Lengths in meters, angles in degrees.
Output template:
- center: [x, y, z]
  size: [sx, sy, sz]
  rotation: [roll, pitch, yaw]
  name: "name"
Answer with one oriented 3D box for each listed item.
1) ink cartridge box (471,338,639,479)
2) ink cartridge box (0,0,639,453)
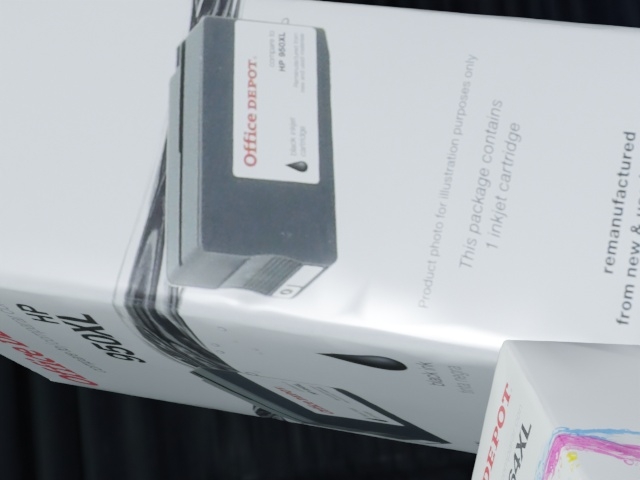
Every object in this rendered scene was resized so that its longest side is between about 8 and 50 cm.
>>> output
- center: [0.095, 0.092, 0.446]
  size: [0.090, 0.092, 0.143]
  rotation: [4, 25, -13]
  name: "ink cartridge box"
- center: [0.000, 0.000, 0.870]
  size: [0.395, 0.166, 0.285]
  rotation: [8, -15, 16]
  name: "ink cartridge box"
